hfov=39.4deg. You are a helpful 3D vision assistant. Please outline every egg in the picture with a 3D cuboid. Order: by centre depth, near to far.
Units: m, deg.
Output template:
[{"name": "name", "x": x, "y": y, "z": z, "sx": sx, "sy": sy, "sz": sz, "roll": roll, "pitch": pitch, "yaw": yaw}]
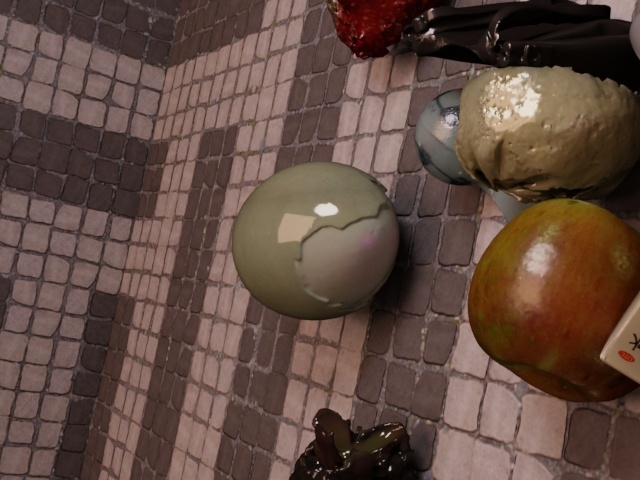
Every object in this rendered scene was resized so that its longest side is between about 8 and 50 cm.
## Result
[{"name": "egg", "x": 0.000, "y": 0.000, "z": 1.559, "sx": 0.336, "sy": 0.278, "sz": 0.278, "roll": -10, "pitch": 69, "yaw": 61}]

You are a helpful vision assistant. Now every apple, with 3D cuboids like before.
[{"name": "apple", "x": 0.309, "y": 0.069, "z": 1.099, "sx": 0.246, "sy": 0.246, "sz": 0.226, "roll": 4, "pitch": 66, "yaw": 60}]

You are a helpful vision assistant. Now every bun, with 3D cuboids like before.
[{"name": "bun", "x": 0.290, "y": -0.122, "z": 1.146, "sx": 0.259, "sy": 0.259, "sz": 0.152, "roll": 2, "pitch": 79, "yaw": 59}]

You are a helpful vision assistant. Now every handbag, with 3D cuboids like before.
[{"name": "handbag", "x": 0.277, "y": -0.277, "z": 1.235, "sx": 0.285, "sy": 0.257, "sz": 0.113, "roll": 37, "pitch": 128, "yaw": 56}]

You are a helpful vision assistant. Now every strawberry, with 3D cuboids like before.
[{"name": "strawberry", "x": 0.119, "y": -0.469, "z": 1.639, "sx": 0.274, "sy": 0.220, "sz": 0.274, "roll": -5, "pitch": -90, "yaw": -87}]

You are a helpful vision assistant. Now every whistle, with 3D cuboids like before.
[{"name": "whistle", "x": 0.231, "y": -0.136, "z": 1.349, "sx": 0.163, "sy": 0.163, "sz": 0.290, "roll": -59, "pitch": 34, "yaw": 27}]

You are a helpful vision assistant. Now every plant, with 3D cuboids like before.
[{"name": "plant", "x": 0.044, "y": 0.374, "z": 1.418, "sx": 0.178, "sy": 0.204, "sz": 0.234, "roll": 23, "pitch": 109, "yaw": 50}]

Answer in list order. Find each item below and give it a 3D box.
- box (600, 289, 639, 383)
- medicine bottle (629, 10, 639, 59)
[{"name": "box", "x": 0.416, "y": 0.100, "z": 0.887, "sx": 0.212, "sy": 0.095, "sz": 0.168, "roll": 32, "pitch": 113, "yaw": 15}, {"name": "medicine bottle", "x": 0.474, "y": -0.273, "z": 1.015, "sx": 0.215, "sy": 0.135, "sz": 0.135, "roll": -45, "pitch": 42, "yaw": 42}]
